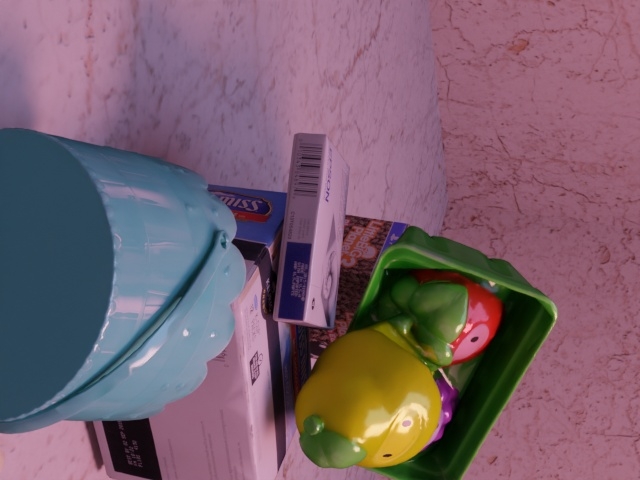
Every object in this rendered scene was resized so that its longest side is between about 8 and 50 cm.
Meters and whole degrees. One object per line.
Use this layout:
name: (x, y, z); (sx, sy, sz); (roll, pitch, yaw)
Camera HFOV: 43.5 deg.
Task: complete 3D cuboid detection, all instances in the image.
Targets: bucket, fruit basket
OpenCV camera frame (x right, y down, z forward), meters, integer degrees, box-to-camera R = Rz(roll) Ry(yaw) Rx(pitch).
bucket: (-0.227, 0.037, 0.723); (0.183, 0.281, 0.281); (15, 84, -66)
fruit basket: (0.118, 0.191, 1.078); (0.392, 0.283, 0.392); (-159, -90, -88)

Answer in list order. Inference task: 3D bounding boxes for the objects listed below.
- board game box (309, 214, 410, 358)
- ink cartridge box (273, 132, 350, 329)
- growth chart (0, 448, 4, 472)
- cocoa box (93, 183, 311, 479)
board game box: (0.000, 0.080, 1.384); (0.141, 0.291, 0.232); (-63, 154, -44)
ink cartridge box: (0.000, 0.000, 1.012); (0.224, 0.045, 0.223); (35, 60, -76)
growth chart: (-0.358, 0.242, 0.732); (0.172, 0.021, 0.237); (74, 17, -49)
cocoa box: (-0.153, 0.126, 1.029); (0.228, 0.231, 0.347); (-60, 153, -53)
